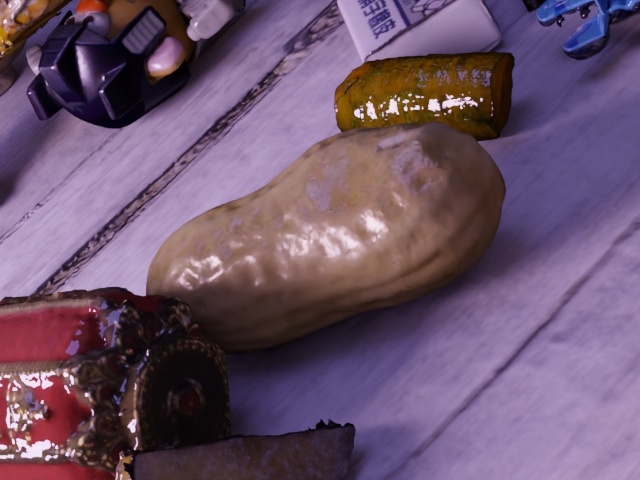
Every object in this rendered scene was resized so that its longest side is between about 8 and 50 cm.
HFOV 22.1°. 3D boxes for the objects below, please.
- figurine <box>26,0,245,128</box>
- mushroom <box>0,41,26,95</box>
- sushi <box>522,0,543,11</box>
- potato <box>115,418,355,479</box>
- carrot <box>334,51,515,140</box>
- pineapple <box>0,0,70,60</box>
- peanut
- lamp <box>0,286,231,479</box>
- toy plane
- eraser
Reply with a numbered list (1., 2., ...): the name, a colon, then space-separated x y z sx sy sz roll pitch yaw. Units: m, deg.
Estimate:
1. figurine: -0.196 -0.225 1.780 0.308 0.143 0.308 -42 14 13
2. mushroom: -0.463 -0.254 2.054 0.255 0.184 0.255 -22 32 15
3. sushi: 0.211 -0.270 1.518 0.083 0.056 0.085 -27 31 14
4. potato: -0.061 0.183 1.110 0.172 0.101 0.089 -7 -16 -31
5. carrot: 0.092 -0.119 1.396 0.173 0.082 0.082 3 45 38
6. pineapple: -0.357 -0.272 1.745 0.334 0.161 0.158 -24 25 48
7. peanut: 0.000 0.000 1.261 0.319 0.147 0.147 -24 30 29
8. lamp: -0.193 0.124 1.236 0.274 0.177 0.177 -8 38 42
9. toy plane: 0.270 -0.246 1.407 0.169 0.078 0.246 -18 26 26
10. eraser: 0.087 -0.221 1.560 0.124 0.068 0.210 -32 28 9
